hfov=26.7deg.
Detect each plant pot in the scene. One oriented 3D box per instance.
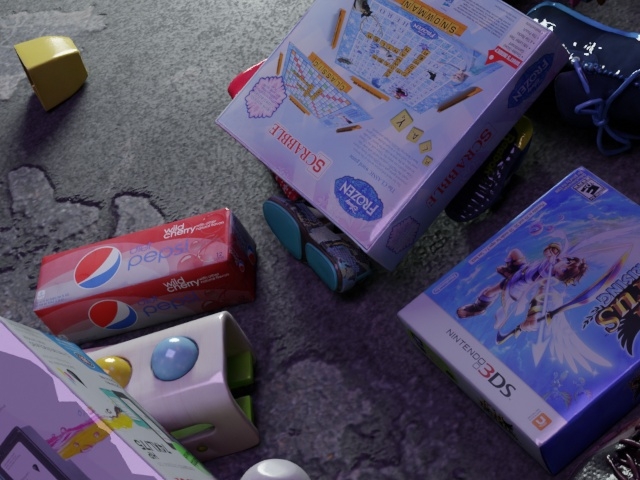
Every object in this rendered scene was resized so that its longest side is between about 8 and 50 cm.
[{"bbox_3d":[-0.397,-0.258,2.013,0.083,0.081,0.081,-26,43,-10],"label":"plant pot"}]

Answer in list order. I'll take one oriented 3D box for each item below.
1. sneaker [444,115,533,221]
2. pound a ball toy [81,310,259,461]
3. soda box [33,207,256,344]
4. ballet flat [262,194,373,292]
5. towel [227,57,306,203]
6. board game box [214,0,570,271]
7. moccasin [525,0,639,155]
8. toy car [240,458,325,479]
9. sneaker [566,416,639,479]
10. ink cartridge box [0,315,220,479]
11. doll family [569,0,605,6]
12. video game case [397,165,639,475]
[{"bbox_3d":[0.199,-0.079,1.566,0.053,0.059,0.144,39,91,12],"label":"sneaker"},{"bbox_3d":[-0.238,0.155,1.523,0.319,0.136,0.208,-17,46,13],"label":"pound a ball toy"},{"bbox_3d":[-0.212,0.046,1.642,0.263,0.083,0.092,-15,46,16],"label":"soda box"},{"bbox_3d":[0.000,0.000,1.598,0.070,0.070,0.188,-37,46,-6],"label":"ballet flat"},{"bbox_3d":[-0.001,-0.178,1.768,0.199,0.031,0.275,-31,44,1],"label":"towel"},{"bbox_3d":[0.074,-0.175,1.583,0.318,0.066,0.318,-49,50,2],"label":"board game box"},{"bbox_3d":[0.322,-0.167,1.541,0.117,0.138,0.342,-42,31,-5],"label":"moccasin"},{"bbox_3d":[0.003,0.290,1.289,0.182,0.159,0.136,17,22,30],"label":"toy car"},{"bbox_3d":[0.308,0.156,1.216,0.281,0.162,0.106,-36,45,-6],"label":"sneaker"},{"bbox_3d":[-0.249,0.244,1.315,0.270,0.198,0.197,40,89,17],"label":"ink cartridge box"},{"bbox_3d":[0.301,-0.357,1.650,0.163,0.118,0.263,32,63,29],"label":"doll family"},{"bbox_3d":[0.255,0.072,1.392,0.269,0.061,0.244,-39,46,-9],"label":"video game case"}]
